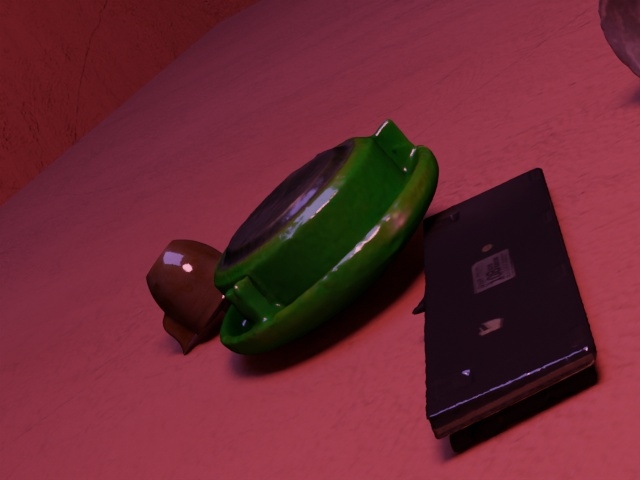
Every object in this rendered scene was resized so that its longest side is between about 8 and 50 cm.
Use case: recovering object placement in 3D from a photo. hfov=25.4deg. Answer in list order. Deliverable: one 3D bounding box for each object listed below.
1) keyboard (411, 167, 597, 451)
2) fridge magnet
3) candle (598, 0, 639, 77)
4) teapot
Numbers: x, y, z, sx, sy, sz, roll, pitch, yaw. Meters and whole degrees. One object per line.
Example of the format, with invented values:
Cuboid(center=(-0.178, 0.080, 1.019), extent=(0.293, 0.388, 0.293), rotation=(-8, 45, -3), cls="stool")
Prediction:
Cuboid(center=(0.105, 0.030, 0.863), extent=(0.106, 0.027, 0.317), rotation=(-26, 17, 13), cls="keyboard")
Cuboid(center=(0.000, 0.000, 1.037), extent=(0.208, 0.088, 0.208), rotation=(-42, 11, 10), cls="fridge magnet")
Cuboid(center=(0.268, -0.169, 0.944), extent=(0.168, 0.192, 0.068), rotation=(37, 64, 27), cls="candle")
Cuboid(center=(-0.105, 0.044, 1.180), extent=(0.085, 0.080, 0.110), rotation=(-54, 1, 1), cls="teapot")
